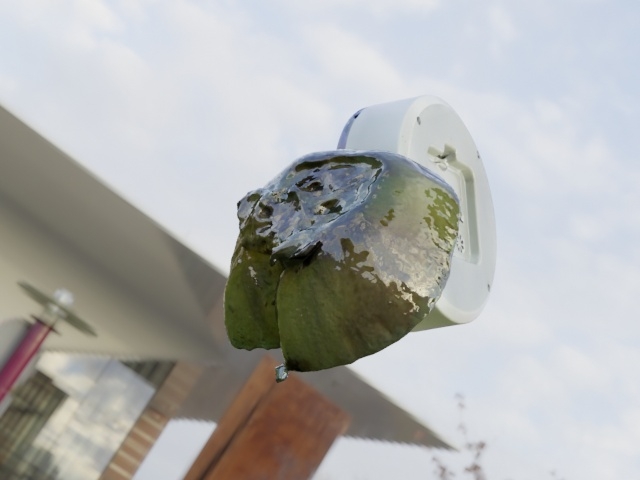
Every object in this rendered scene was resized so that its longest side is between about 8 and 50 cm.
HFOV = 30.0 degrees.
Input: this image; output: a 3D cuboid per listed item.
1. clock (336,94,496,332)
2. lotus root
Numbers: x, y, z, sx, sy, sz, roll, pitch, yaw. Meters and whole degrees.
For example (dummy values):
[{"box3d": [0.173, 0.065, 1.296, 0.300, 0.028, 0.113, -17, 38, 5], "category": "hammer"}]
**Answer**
[{"box3d": [0.100, -0.027, 1.181, 0.083, 0.230, 0.230, -12, -41, 27], "category": "clock"}, {"box3d": [0.001, -0.003, 0.848, 0.183, 0.204, 0.078, -15, -50, 30], "category": "lotus root"}]
